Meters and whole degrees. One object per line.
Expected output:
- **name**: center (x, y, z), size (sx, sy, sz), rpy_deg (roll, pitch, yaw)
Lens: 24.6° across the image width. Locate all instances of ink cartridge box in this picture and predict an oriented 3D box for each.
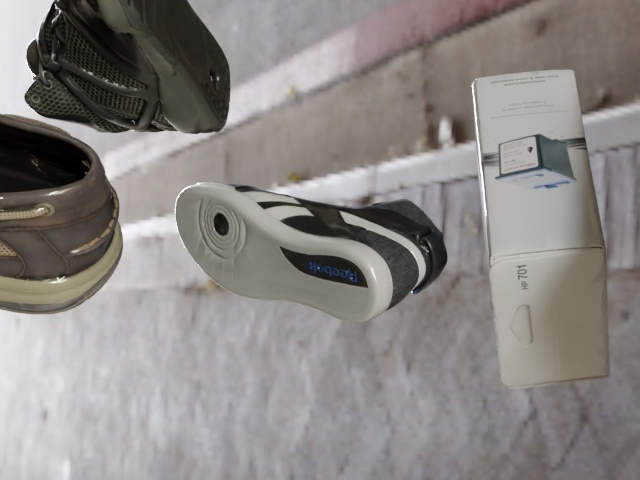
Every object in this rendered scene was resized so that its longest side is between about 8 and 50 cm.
- **ink cartridge box**: center (0.158, -0.010, 1.063), size (0.190, 0.082, 0.139), rpy_deg (-91, -8, -45)

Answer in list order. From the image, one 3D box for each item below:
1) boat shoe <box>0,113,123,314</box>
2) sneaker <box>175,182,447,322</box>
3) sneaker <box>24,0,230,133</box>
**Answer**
- **boat shoe**: center (-0.299, -0.062, 0.961), size (0.130, 0.356, 0.132), rpy_deg (106, 173, -46)
- **sneaker**: center (0.000, 0.000, 1.114), size (0.217, 0.121, 0.079), rpy_deg (22, 119, 38)
- **sneaker**: center (-0.151, -0.139, 0.930), size (0.227, 0.130, 0.087), rpy_deg (61, -153, -58)
